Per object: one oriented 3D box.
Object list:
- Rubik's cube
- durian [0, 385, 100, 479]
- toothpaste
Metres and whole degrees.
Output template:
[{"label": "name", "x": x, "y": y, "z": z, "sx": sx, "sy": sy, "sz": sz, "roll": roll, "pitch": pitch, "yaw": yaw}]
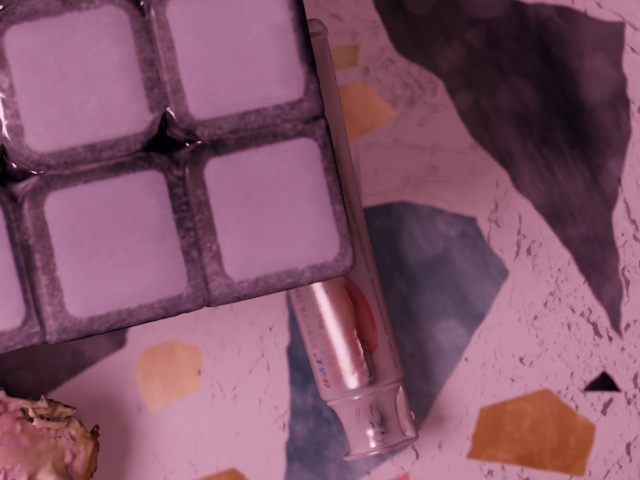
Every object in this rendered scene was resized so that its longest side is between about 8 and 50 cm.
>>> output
[{"label": "Rubik's cube", "x": -0.184, "y": -0.093, "z": 1.205, "sx": 0.305, "sy": 0.301, "sz": 0.303, "roll": -14, "pitch": 95, "yaw": -16}, {"label": "durian", "x": -0.278, "y": 0.200, "z": 1.187, "sx": 0.305, "sy": 0.186, "sz": 0.195, "roll": 25, "pitch": 52, "yaw": -57}, {"label": "toothpaste", "x": 0.000, "y": 0.000, "z": 1.392, "sx": 0.100, "sy": 0.066, "sz": 0.323, "roll": -16, "pitch": 90, "yaw": -13}]
